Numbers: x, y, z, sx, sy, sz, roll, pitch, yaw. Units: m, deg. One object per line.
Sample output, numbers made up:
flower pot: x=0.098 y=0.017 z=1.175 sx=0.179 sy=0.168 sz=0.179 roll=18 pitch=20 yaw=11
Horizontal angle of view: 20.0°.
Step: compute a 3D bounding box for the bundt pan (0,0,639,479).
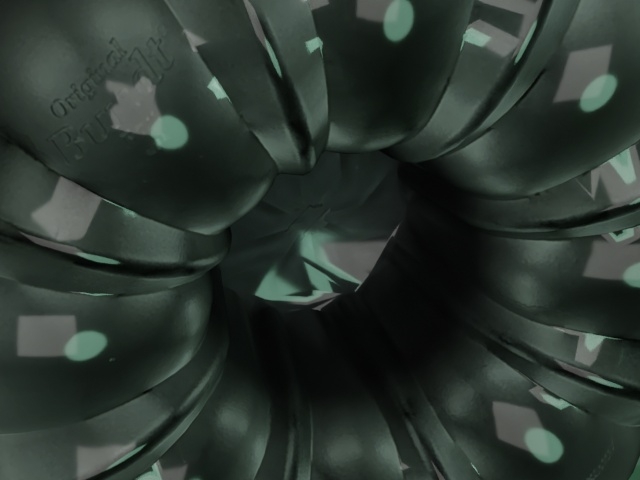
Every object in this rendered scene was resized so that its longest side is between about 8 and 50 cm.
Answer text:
bundt pan: x=0.000 y=0.000 z=0.578 sx=0.331 sy=0.124 sz=0.331 roll=-10 pitch=122 yaw=-16
